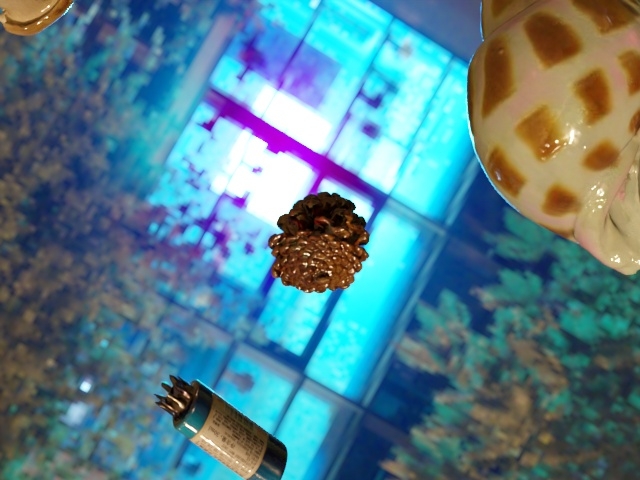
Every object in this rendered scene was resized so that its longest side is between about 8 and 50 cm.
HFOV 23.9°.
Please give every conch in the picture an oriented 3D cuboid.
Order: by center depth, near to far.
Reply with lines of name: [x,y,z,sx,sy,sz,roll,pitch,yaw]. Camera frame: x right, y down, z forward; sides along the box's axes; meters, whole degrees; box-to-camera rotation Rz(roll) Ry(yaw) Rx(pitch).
conch: [0.257,-0.155,1.547,0.197,0.249,0.368,9,-81,34]

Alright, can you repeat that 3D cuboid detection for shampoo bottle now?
shampoo bottle: [-0.122,0.232,1.855,0.050,0.183,0.087,-42,-160,26]

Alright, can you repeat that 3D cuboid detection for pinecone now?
pinecone: [0.002,0.003,1.467,0.102,0.102,0.109,-52,176,29]

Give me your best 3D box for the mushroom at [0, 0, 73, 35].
mushroom: [-0.294,-0.255,1.266,0.116,0.225,0.093,-43,-123,20]
